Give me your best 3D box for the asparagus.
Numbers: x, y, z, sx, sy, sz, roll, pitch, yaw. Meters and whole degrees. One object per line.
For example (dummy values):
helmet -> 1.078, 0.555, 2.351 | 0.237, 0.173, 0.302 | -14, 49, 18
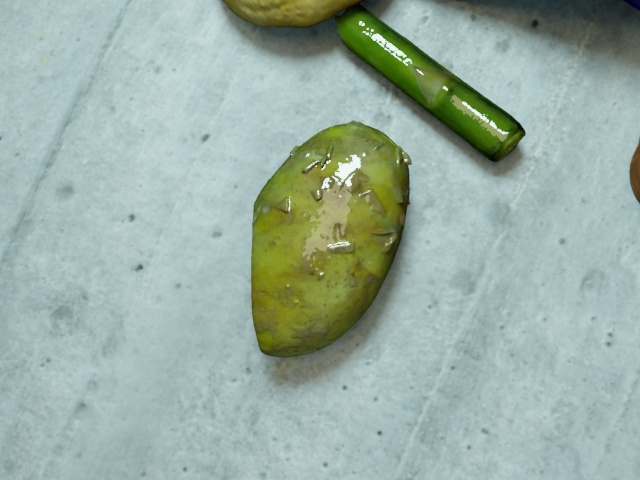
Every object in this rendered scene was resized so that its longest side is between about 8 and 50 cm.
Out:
asparagus -> 0.131, -0.197, 0.905 | 0.278, 0.067, 0.060 | 42, 119, 17

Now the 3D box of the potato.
potato -> 0.000, 0.000, 0.857 | 0.176, 0.141, 0.298 | 23, 86, 21

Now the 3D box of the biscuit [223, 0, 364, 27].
biscuit -> -0.005, -0.381, 0.922 | 0.274, 0.091, 0.213 | -38, 56, -1

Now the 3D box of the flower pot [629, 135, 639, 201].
flower pot -> 0.452, -0.095, 0.780 | 0.191, 0.173, 0.190 | -1, 83, 8

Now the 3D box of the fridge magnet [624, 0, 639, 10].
fridge magnet -> 0.450, -0.382, 0.852 | 0.266, 0.112, 0.265 | -2, 79, 10
